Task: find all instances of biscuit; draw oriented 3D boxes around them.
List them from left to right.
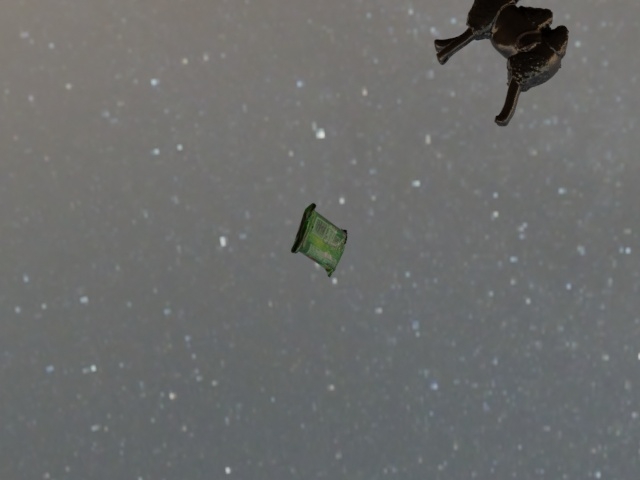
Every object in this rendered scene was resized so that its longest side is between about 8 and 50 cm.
[{"bbox_3d":[0.000,0.000,1.057,0.016,0.089,0.046,14,-100,28],"label":"biscuit"}]

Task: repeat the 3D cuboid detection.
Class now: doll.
[{"bbox_3d":[0.206,-0.224,1.308,0.139,0.165,0.057,47,-167,11],"label":"doll"}]
